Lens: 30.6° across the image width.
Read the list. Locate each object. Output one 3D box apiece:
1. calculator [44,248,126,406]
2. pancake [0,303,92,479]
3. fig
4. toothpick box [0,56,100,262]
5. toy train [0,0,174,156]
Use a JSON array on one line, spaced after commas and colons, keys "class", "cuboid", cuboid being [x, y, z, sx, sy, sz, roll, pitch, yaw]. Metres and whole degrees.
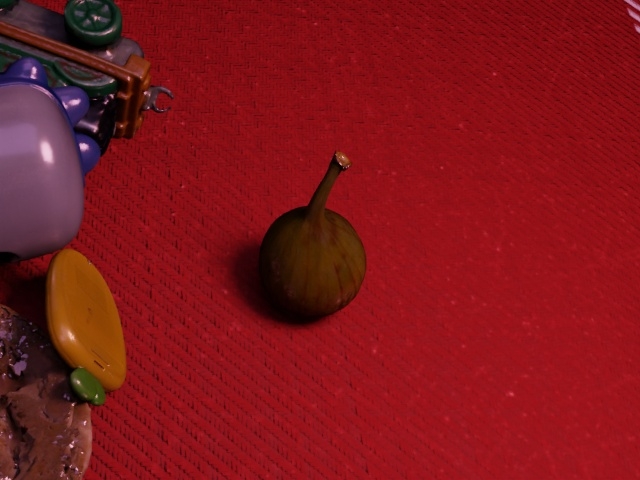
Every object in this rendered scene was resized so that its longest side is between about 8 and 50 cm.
[{"class": "calculator", "cuboid": [-0.288, 0.105, 1.438, 0.032, 0.146, 0.235, -28, 44, 11]}, {"class": "pancake", "cuboid": [-0.449, 0.216, 1.331, 0.387, 0.082, 0.387, 8, 48, -9]}, {"class": "fig", "cuboid": [0.000, 0.000, 1.538, 0.151, 0.259, 0.151, 4, 60, -8]}, {"class": "toothpick box", "cuboid": [-0.443, -0.085, 1.419, 0.355, 0.263, 0.263, -14, 60, -18]}, {"class": "toy train", "cuboid": [-0.423, -0.229, 1.623, 0.429, 0.178, 0.249, 20, 61, -4]}]
